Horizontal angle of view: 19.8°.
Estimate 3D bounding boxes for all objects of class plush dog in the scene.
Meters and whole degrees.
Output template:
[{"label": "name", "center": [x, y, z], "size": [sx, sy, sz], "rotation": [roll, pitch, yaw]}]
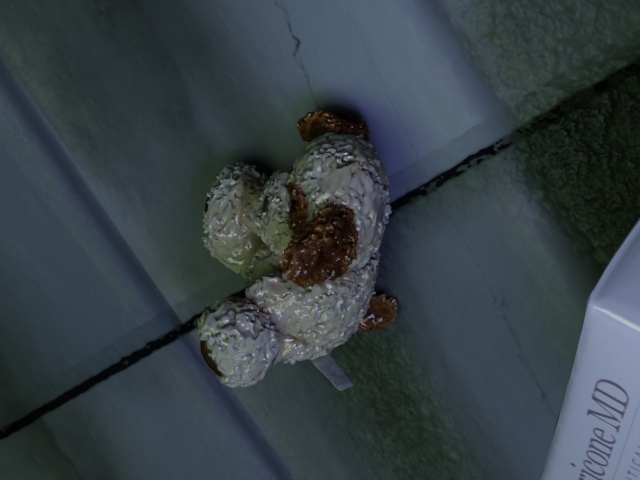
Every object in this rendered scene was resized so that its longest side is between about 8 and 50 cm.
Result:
[{"label": "plush dog", "center": [0.000, 0.000, 1.766], "size": [0.211, 0.262, 0.225], "rotation": [11, 136, -11]}]

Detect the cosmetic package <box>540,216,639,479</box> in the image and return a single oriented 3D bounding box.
[{"label": "cosmetic package", "center": [0.427, 0.108, 1.402], "size": [0.394, 0.327, 0.329], "rotation": [29, 152, 17]}]
